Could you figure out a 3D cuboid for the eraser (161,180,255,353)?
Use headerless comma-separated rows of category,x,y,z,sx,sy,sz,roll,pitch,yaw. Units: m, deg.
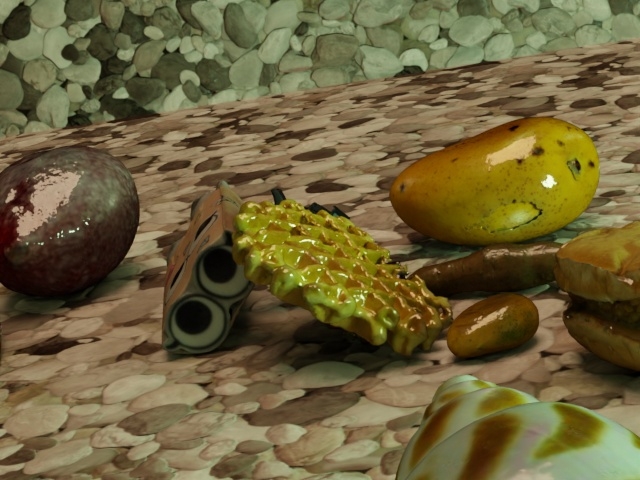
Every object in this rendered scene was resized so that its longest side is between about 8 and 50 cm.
eraser,-0.142,0.034,2.002,0.087,0.171,0.290,29,10,-11

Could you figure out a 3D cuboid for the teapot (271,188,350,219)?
teapot,0.000,0.000,2.003,0.177,0.096,0.087,37,17,3

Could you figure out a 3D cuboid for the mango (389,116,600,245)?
mango,0.234,-0.073,2.130,0.290,0.160,0.191,-11,23,12

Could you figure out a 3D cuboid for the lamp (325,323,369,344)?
lamp,0.048,0.100,1.842,0.063,0.031,0.083,-18,20,-22

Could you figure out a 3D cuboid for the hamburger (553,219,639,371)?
hamburger,0.390,0.045,1.600,0.283,0.144,0.259,-20,13,-19

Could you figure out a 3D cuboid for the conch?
conch,0.125,0.215,1.037,0.249,0.197,0.368,-30,8,4

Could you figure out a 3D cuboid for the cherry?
cherry,-0.382,-0.024,2.261,0.230,0.203,0.300,2,26,16

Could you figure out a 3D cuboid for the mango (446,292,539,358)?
mango,0.188,0.095,1.716,0.114,0.057,0.079,-27,25,-27

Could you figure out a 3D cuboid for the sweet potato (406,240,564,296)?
sweet potato,0.213,0.035,1.913,0.274,0.067,0.067,-10,14,21

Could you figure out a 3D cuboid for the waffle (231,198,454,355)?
waffle,0.023,0.040,1.813,0.283,0.065,0.309,25,19,3
